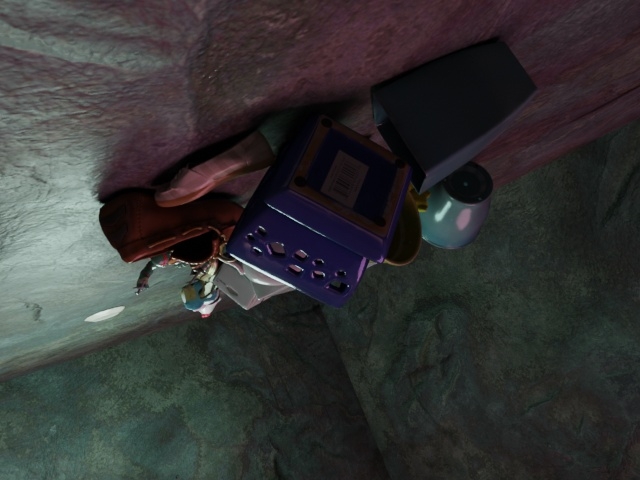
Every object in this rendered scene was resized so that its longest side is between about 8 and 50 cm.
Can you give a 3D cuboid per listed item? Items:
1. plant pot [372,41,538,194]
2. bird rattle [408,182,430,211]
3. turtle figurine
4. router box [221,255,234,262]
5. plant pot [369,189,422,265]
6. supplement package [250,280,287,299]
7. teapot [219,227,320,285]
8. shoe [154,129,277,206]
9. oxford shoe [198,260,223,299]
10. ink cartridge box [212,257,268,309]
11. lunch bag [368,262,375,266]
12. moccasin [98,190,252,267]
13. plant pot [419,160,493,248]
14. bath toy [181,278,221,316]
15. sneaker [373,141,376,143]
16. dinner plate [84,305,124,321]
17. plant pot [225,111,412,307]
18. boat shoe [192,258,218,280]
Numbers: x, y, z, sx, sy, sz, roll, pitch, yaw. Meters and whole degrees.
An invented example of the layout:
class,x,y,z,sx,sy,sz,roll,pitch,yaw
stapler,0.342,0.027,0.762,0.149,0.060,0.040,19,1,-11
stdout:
class,x,y,z,sx,sy,sz,roll,pitch,yaw
plant pot,0.235,-0.223,0.847,0.234,0.165,0.166,-31,171,4
bird rattle,0.223,-0.132,1.532,0.254,0.143,0.207,-24,-171,31
turtle figurine,-0.347,0.046,1.148,0.175,0.118,0.234,-9,-171,7
router box,-0.294,0.073,1.732,0.122,0.038,0.092,-28,170,35
plant pot,0.102,-0.037,1.376,0.254,0.276,0.276,-20,176,43
supplement package,-0.089,0.042,1.517,0.198,0.199,0.263,-27,171,23
teapot,-0.103,-0.014,1.220,0.253,0.187,0.256,0,-157,22
shoe,-0.179,-0.116,0.792,0.219,0.058,0.076,-20,-157,11
oxford shoe,-0.388,0.132,1.702,0.227,0.096,0.082,-47,-168,41
ink cartridge box,-0.225,0.124,1.578,0.086,0.153,0.208,-58,168,19
lunch bag,0.098,-0.003,1.689,0.279,0.224,0.108,-23,151,6
moccasin,-0.244,-0.009,0.947,0.139,0.146,0.380,-25,172,16
plant pot,0.485,-0.146,1.738,0.272,0.271,0.255,-21,156,-14
bath toy,-0.494,0.247,2.018,0.152,0.128,0.348,13,166,-5
sneaker,0.049,-0.167,1.082,0.071,0.066,0.188,3,153,-33
dinner plate,-0.789,0.274,1.781,0.141,0.017,0.141,-21,171,-3
plant pot,0.010,-0.057,0.816,0.212,0.236,0.236,-48,-164,56
boat shoe,-0.369,0.083,1.526,0.072,0.068,0.190,12,151,-20
